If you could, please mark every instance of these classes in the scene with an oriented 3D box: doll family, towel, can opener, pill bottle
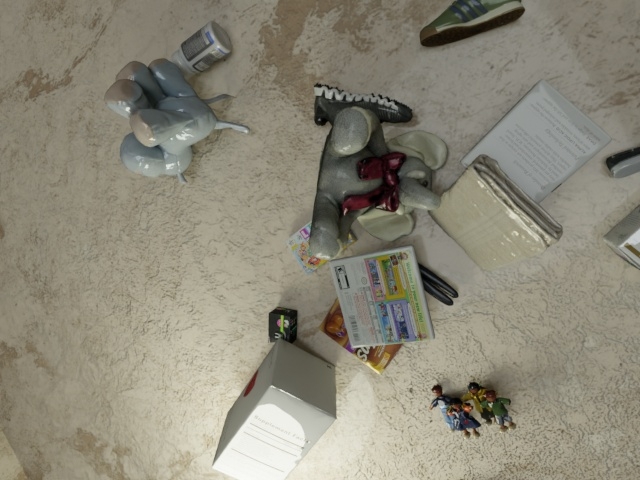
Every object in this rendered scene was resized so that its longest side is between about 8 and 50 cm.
[{"bbox_3d":[0.328,0.369,0.898,0.192,0.076,0.111,-29,93,26],"label":"doll family"},{"bbox_3d":[0.305,-0.038,0.745,0.049,0.282,0.187,-40,82,-9],"label":"towel"},{"bbox_3d":[0.223,0.080,0.903,0.186,0.073,0.059,29,66,15],"label":"can opener"},{"bbox_3d":[-0.294,-0.465,0.991,0.137,0.078,0.078,-23,90,22],"label":"pill bottle"}]

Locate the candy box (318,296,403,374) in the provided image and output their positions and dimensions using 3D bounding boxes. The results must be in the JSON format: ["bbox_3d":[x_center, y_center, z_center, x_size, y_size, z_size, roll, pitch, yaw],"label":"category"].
[{"bbox_3d":[0.101,0.219,0.970,0.186,0.053,0.109,34,108,11],"label":"candy box"}]

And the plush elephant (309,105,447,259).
[{"bbox_3d":[0.124,-0.113,0.810,0.255,0.330,0.272,11,110,-5],"label":"plush elephant"}]

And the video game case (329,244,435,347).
[{"bbox_3d":[0.135,0.129,0.896,0.193,0.023,0.213,-12,97,23],"label":"video game case"}]

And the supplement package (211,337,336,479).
[{"bbox_3d":[-0.109,0.428,0.993,0.175,0.178,0.293,30,109,-11],"label":"supplement package"}]

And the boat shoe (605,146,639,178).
[{"bbox_3d":[0.594,-0.158,0.723,0.142,0.049,0.040,-20,53,18],"label":"boat shoe"}]

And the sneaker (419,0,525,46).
[{"bbox_3d":[0.286,-0.450,0.785,0.192,0.064,0.086,-9,88,22],"label":"sneaker"}]

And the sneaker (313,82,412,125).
[{"bbox_3d":[0.084,-0.270,0.884,0.234,0.078,0.106,19,108,21],"label":"sneaker"}]

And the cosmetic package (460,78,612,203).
[{"bbox_3d":[0.380,-0.163,0.745,0.151,0.151,0.184,45,112,8],"label":"cosmetic package"}]

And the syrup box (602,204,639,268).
[{"bbox_3d":[0.633,-0.049,0.699,0.096,0.093,0.237,42,110,9],"label":"syrup box"}]

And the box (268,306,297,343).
[{"bbox_3d":[-0.098,0.223,1.046,0.062,0.052,0.084,6,102,19],"label":"box"}]

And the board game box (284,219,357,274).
[{"bbox_3d":[0.000,0.000,0.985,0.154,0.026,0.104,-37,85,22],"label":"board game box"}]

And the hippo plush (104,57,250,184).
[{"bbox_3d":[-0.387,-0.283,1.004,0.236,0.294,0.235,-43,69,47],"label":"hippo plush"}]
